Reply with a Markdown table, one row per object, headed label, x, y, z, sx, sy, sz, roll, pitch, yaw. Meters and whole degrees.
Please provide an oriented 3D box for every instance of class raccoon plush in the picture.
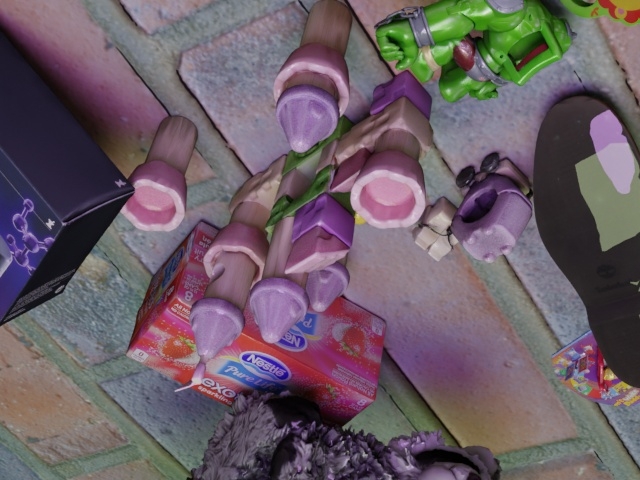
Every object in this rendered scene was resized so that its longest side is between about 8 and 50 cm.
| label | x | y | z | sx | sy | sz | roll | pitch | yaw |
| --- | --- | --- | --- | --- | --- | --- | --- | --- | --- |
| raccoon plush | 0.003 | 0.291 | 1.302 | 0.299 | 0.216 | 0.446 | 15 | 168 | -32 |

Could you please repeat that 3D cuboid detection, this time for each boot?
| label | x | y | z | sx | sy | sz | roll | pitch | yaw |
| --- | --- | --- | --- | --- | --- | --- | --- | --- | --- |
| boot | 0.290 | -0.011 | 1.128 | 0.112 | 0.115 | 0.305 | -10 | 113 | 30 |

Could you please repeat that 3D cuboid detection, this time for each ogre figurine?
| label | x | y | z | sx | sy | sz | roll | pitch | yaw |
| --- | --- | --- | --- | --- | --- | --- | --- | --- | --- |
| ogre figurine | 0.139 | -0.166 | 0.964 | 0.118 | 0.097 | 0.197 | -22 | 143 | 29 |

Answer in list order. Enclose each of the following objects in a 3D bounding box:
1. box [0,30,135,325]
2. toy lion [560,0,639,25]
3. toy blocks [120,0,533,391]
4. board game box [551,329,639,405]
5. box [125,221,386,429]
| label | x | y | z | sx | sy | sz | roll | pitch | yaw |
| --- | --- | --- | --- | --- | --- | --- | --- | --- | --- |
| box | -0.325 | -0.077 | 1.096 | 0.261 | 0.103 | 0.184 | 49 | 128 | 7 |
| toy lion | 0.238 | -0.214 | 0.936 | 0.100 | 0.034 | 0.096 | -32 | 92 | 48 |
| toy blocks | 0.000 | 0.000 | 1.071 | 0.288 | 0.260 | 0.309 | -32 | 121 | 34 |
| board game box | 0.350 | 0.148 | 1.305 | 0.133 | 0.033 | 0.168 | 32 | 132 | -19 |
| box | -0.068 | 0.109 | 1.287 | 0.257 | 0.123 | 0.128 | 30 | 132 | -17 |
